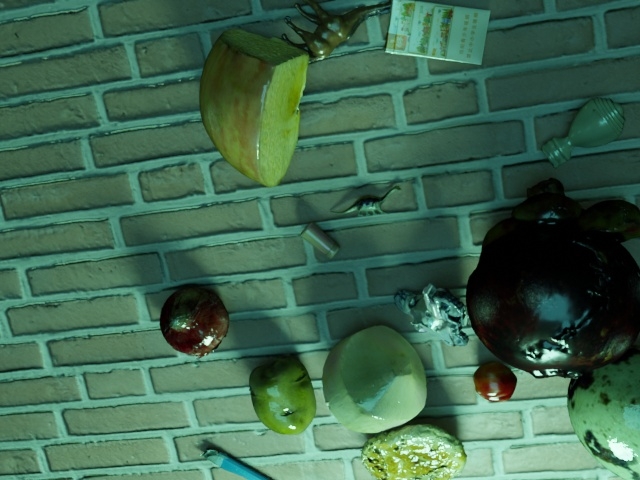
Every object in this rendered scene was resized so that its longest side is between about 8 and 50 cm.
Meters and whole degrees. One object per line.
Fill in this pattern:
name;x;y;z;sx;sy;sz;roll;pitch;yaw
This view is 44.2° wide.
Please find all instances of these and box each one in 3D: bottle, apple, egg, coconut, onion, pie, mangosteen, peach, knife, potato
bottle;0.000;0.000;1.927;0.096;0.045;0.045;39;106;-5
apple;-0.149;-0.293;1.774;0.252;0.314;0.309;1;119;-29
egg;0.735;0.404;1.803;0.379;0.287;0.287;39;107;-22
coconut;0.132;0.336;1.902;0.259;0.259;0.259;2;104;8
onion;-0.325;0.206;1.973;0.184;0.147;0.184;0;92;16
pie;0.234;0.540;1.969;0.274;0.055;0.274;0;135;0
mangosteen;0.528;0.097;1.726;0.381;0.381;0.421;28;77;0
peach;0.429;0.345;1.930;0.101;0.101;0.100;2;104;8
knife;-0.189;0.634;2.124;0.297;0.026;0.044;29;109;-3
potato;-0.094;0.393;1.990;0.155;0.137;0.200;-17;100;11

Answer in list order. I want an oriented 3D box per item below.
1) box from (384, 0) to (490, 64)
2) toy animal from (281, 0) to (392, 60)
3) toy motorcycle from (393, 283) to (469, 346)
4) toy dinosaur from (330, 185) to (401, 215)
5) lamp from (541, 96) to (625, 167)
box;0.260;-0.466;1.762;0.221;0.032;0.122;7;106;-4
toy animal;0.049;-0.502;1.787;0.230;0.066;0.224;25;92;4
toy motorcycle;0.253;0.165;1.874;0.204;0.108;0.239;26;143;27
toy dinosaur;0.113;-0.078;1.897;0.180;0.037;0.058;-18;77;5
lamp;0.587;-0.241;1.759;0.193;0.106;0.106;-35;97;24
